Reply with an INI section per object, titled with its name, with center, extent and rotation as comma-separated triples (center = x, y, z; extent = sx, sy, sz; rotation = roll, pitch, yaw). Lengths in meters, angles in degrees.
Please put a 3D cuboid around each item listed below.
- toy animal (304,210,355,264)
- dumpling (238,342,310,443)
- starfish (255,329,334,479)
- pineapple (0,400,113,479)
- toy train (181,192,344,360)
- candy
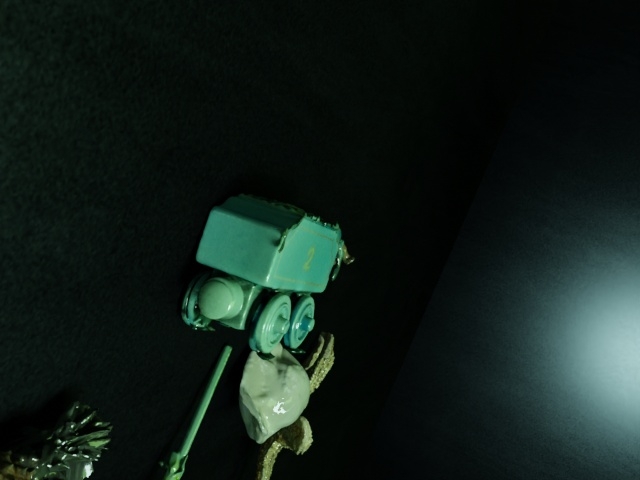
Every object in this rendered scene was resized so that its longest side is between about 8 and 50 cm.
[toy animal]
center = 0.008, 0.016, 0.890
extent = 0.069, 0.086, 0.220
rotation = -25, 164, 2
[dumpling]
center = -0.073, 0.201, 0.898
extent = 0.169, 0.100, 0.134
rotation = -24, 105, -50
[starfish]
center = -0.060, 0.305, 1.059
extent = 0.302, 0.060, 0.299
rotation = -62, -173, 18
[pineapple]
center = -0.222, 0.173, 0.460
extent = 0.159, 0.074, 0.074
rotation = -20, 131, -66
[toy train]
center = -0.059, 0.036, 0.688
extent = 0.203, 0.112, 0.162
rotation = 19, 88, -72
[candy]
center = -0.174, 0.266, 0.738
extent = 0.091, 0.083, 0.305
rotation = 46, 60, -52
